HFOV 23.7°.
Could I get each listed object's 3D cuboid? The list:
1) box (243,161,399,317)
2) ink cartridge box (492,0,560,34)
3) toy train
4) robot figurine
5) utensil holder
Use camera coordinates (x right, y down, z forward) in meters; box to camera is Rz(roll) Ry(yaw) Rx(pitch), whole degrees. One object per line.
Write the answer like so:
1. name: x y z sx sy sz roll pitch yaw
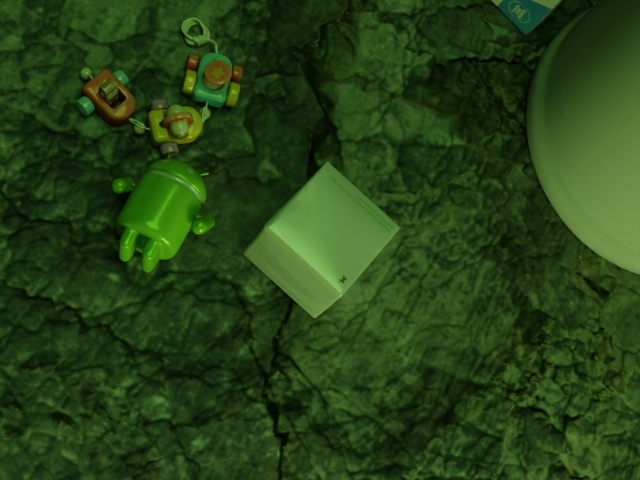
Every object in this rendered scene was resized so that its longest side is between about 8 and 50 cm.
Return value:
1. box: 0.000 0.000 1.487 0.101 0.087 0.102 43 66 -1
2. ink cartridge box: 0.187 -0.348 1.633 0.231 0.134 0.078 45 66 1
3. toy train: -0.153 -0.156 1.513 0.166 0.046 0.125 -38 87 -24
4. robot figurine: -0.153 -0.029 1.461 0.101 0.067 0.115 26 66 5
5. utensil holder: 0.426 -0.168 1.512 0.328 0.385 0.327 5 71 -15
